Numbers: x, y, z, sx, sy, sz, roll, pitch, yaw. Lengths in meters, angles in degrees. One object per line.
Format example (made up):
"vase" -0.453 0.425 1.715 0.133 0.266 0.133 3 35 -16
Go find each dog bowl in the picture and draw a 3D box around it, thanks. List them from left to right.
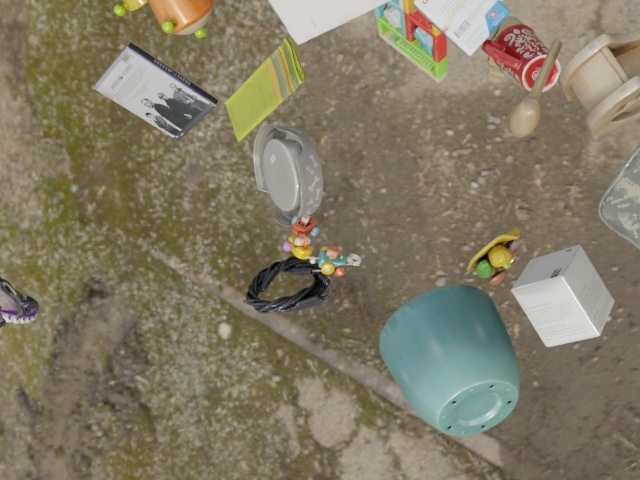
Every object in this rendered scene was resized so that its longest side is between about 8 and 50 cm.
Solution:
"dog bowl" -0.108 -0.228 2.428 0.349 0.102 0.349 36 133 50

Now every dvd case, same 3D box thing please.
"dvd case" -0.386 -0.343 1.676 0.179 0.238 0.030 -30 39 43

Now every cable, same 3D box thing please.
"cable" -0.075 0.091 1.488 0.150 0.184 0.047 -117 14 -48

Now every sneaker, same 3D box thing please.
"sneaker" -0.724 0.121 1.589 0.095 0.236 0.105 13 86 35

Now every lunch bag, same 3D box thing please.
"lunch bag" 0.732 -0.071 1.382 0.305 0.256 0.213 38 129 21

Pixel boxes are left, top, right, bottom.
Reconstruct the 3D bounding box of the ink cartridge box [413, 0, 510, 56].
"ink cartridge box" 0.215 -0.359 1.106 0.122 0.052 0.088 42 104 -5

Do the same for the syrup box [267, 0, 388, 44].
"syrup box" -0.018 -0.270 0.523 0.096 0.093 0.237 -22 57 15

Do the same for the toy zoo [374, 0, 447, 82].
"toy zoo" 0.176 -0.460 1.432 0.030 0.293 0.192 -41 67 -8

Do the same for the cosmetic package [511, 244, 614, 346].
"cosmetic package" 0.603 0.138 1.778 0.151 0.151 0.184 -25 103 45

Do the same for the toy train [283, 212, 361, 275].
"toy train" 0.000 0.000 1.388 0.166 0.125 0.046 32 128 19

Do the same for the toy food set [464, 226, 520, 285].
"toy food set" 0.391 0.047 1.566 0.128 0.218 0.071 -36 75 -3

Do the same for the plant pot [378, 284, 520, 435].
"plant pot" 0.302 0.283 1.583 0.293 0.293 0.235 -58 31 28

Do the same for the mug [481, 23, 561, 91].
"mug" 0.463 -0.413 1.660 0.169 0.150 0.113 -105 0 -53

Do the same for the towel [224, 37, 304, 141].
"towel" -0.118 -0.302 1.450 0.237 0.021 0.102 -33 66 43

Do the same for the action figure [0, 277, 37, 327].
"action figure" -0.643 0.043 1.271 0.276 0.164 0.141 51 131 -2

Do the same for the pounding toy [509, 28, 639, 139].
"pounding toy" 0.357 -0.229 0.881 0.269 0.154 0.155 -28 75 0

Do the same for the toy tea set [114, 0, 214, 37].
"toy tea set" -0.177 -0.450 1.184 0.336 0.124 0.200 -42 35 -11

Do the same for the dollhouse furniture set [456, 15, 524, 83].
"dollhouse furniture set" 0.432 -0.519 1.902 0.161 0.182 0.101 18 79 4
